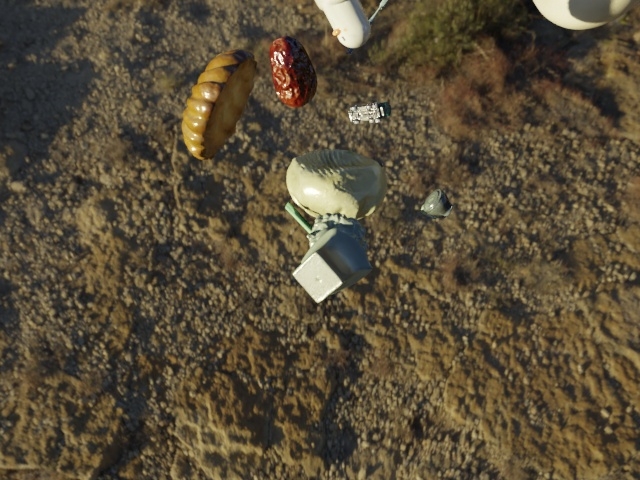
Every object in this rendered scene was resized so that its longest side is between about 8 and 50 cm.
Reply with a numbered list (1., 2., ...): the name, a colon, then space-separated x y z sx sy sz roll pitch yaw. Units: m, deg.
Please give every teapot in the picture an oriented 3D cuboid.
1. teapot: 0.287 -0.081 1.555 0.057 0.088 0.066 33 53 -16

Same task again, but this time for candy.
1. candy: 0.000 -0.002 1.483 0.073 0.077 0.262 -47 65 10

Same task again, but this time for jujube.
1. jujube: -0.048 -0.282 1.050 0.077 0.129 0.077 -7 57 12

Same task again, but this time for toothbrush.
1. toothbrush: 0.138 -0.627 1.841 0.016 0.019 0.220 31 76 6

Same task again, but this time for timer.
1. timer: 0.089 -0.551 1.320 0.233 0.240 0.233 -27 16 8

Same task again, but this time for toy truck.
1. toy truck: 0.104 -0.268 1.315 0.083 0.039 0.044 2 25 39

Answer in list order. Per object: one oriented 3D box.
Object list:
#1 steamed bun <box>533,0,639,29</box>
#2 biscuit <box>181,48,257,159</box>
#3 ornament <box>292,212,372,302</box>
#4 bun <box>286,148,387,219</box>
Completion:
1. steamed bun: 0.598 -0.646 1.421 0.206 0.324 0.324 -10 53 -18
2. biscuit: -0.285 -0.382 1.745 0.107 0.326 0.326 29 57 1
3. ornament: 0.034 0.030 1.227 0.120 0.130 0.285 -40 12 15
4. bun: 0.039 -0.128 1.589 0.259 0.160 0.259 1 23 0
